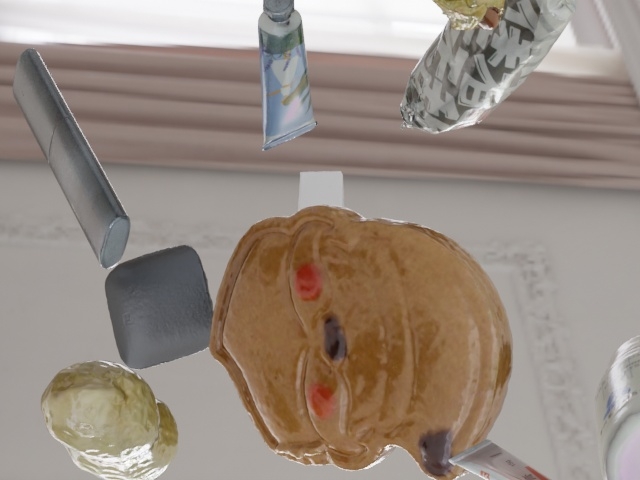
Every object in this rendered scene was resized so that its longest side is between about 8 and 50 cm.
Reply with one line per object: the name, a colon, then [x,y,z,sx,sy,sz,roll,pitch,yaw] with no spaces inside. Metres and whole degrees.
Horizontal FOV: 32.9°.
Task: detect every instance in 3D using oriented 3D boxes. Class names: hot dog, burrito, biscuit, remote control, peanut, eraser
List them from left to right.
remote control: [-0.370,-0.127,1.589,0.377,0.044,0.107,56,-45,33]
peanut: [-0.235,0.201,1.205,0.274,0.125,0.111,79,12,-64]
eraser: [-0.001,0.000,1.818,0.298,0.078,0.076,-88,175,-51]
biscuit: [0.033,0.127,1.408,0.078,0.455,0.350,-1,88,-54]
hot dog: [0.155,-0.267,1.154,0.169,0.078,0.061,34,37,-49]
burrito: [0.216,-0.251,1.471,0.139,0.101,0.445,53,-32,10]

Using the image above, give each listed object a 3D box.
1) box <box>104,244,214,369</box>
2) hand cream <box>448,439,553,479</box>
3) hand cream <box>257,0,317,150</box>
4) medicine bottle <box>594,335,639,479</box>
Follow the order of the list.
box: [-0.308,0.128,2.092,0.042,0.201,0.212,159,-85,-84]
hand cream: [0.227,0.253,1.098,0.216,0.052,0.038,23,-86,47]
hand cream: [-0.047,-0.216,1.418,0.055,0.088,0.256,50,-21,29]
medicine bottle: [0.414,0.217,1.294,0.293,0.170,0.170,-43,139,-73]
